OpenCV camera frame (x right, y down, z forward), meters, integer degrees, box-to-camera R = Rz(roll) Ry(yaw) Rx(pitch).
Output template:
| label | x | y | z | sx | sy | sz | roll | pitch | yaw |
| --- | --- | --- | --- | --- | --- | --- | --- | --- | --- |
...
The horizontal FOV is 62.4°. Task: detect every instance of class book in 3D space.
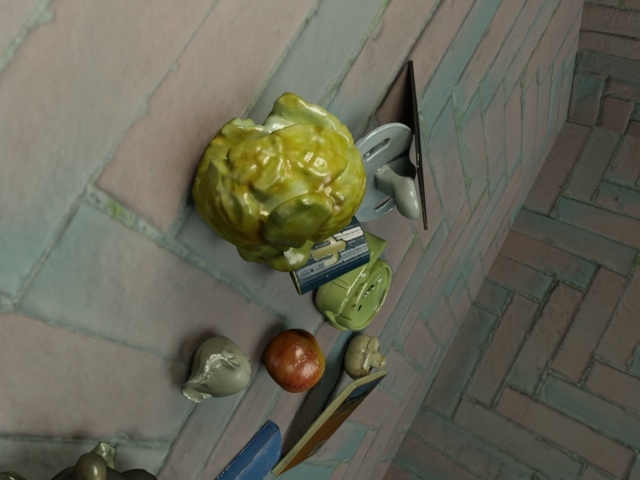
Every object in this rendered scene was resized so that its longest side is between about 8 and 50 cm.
| label | x | y | z | sx | sy | sz | roll | pitch | yaw |
| --- | --- | --- | --- | --- | --- | --- | --- | --- | --- |
| book | 0.036 | 0.538 | 1.576 | 0.374 | 0.028 | 0.262 | -52 | 155 | 13 |

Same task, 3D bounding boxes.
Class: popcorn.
| label | x | y | z | sx | sy | sz | roll | pitch | yaw |
| --- | --- | --- | --- | --- | --- | --- | --- | --- | --- |
| popcorn | -0.065 | -0.074 | 0.821 | 0.276 | 0.276 | 0.226 | 64 | 20 | -57 |

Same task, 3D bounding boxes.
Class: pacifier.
| label | x | y | z | sx | sy | sz | roll | pitch | yaw |
| --- | --- | --- | --- | --- | --- | --- | --- | --- | --- |
| pacifier | 0.149 | -0.113 | 1.171 | 0.227 | 0.207 | 0.279 | -38 | 146 | -11 |

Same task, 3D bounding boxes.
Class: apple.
| label | x | y | z | sx | sy | sz | roll | pitch | yaw |
| --- | --- | --- | --- | --- | --- | --- | --- | --- | --- |
| apple | -0.054 | 0.265 | 1.181 | 0.146 | 0.146 | 0.147 | -41 | 144 | -39 |

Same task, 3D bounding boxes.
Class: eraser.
| label | x | y | z | sx | sy | sz | roll | pitch | yaw |
| --- | --- | --- | --- | --- | --- | --- | --- | --- | --- |
| eraser | -0.205 | 0.599 | 1.298 | 0.312 | 0.042 | 0.144 | -40 | 143 | -39 |

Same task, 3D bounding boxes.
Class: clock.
| label | x | y | z | sx | sy | sz | roll | pitch | yaw |
| --- | --- | --- | --- | --- | --- | --- | --- | --- | --- |
| clock | 0.103 | 0.135 | 1.407 | 0.235 | 0.096 | 0.308 | -55 | 152 | -20 |

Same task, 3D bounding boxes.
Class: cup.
| label | x | y | z | sx | sy | sz | roll | pitch | yaw |
| --- | --- | --- | --- | --- | --- | --- | --- | --- | --- |
| cup | 0.000 | 0.000 | 1.034 | 0.155 | 0.177 | 0.131 | -19 | -177 | -8 |

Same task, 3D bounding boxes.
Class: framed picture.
| label | x | y | z | sx | sy | sz | roll | pitch | yaw |
| --- | --- | --- | --- | --- | --- | --- | --- | --- | --- |
| framed picture | 0.232 | -0.223 | 1.248 | 0.244 | 0.013 | 0.324 | 67 | 21 | -56 |

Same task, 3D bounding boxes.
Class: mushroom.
| label | x | y | z | sx | sy | sz | roll | pitch | yaw |
| --- | --- | --- | --- | --- | --- | --- | --- | --- | --- |
| mushroom | 0.140 | 0.364 | 1.633 | 0.154 | 0.122 | 0.154 | 13 | 90 | -70 |

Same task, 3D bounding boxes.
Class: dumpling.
| label | x | y | z | sx | sy | sz | roll | pitch | yaw |
| --- | --- | --- | --- | --- | --- | --- | --- | --- | --- |
| dumpling | -0.195 | 0.242 | 0.973 | 0.127 | 0.108 | 0.188 | -33 | 162 | -5 |

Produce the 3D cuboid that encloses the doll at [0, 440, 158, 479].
| label | x | y | z | sx | sy | sz | roll | pitch | yaw |
| --- | --- | --- | --- | --- | --- | --- | --- | --- | --- |
| doll | -0.367 | 0.498 | 0.724 | 0.382 | 0.252 | 0.379 | -47 | 148 | -18 |
